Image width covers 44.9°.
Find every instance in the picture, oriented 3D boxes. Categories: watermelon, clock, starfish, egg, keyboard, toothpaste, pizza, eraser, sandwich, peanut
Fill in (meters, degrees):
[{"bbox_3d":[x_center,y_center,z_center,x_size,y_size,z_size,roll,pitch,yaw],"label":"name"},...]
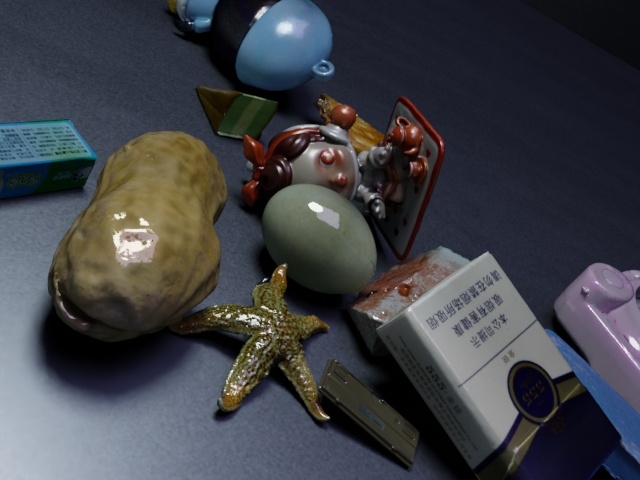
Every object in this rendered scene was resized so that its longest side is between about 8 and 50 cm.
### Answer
[{"bbox_3d":[0.120,0.076,0.957,0.154,0.094,0.241,43,36,24],"label":"watermelon"},{"bbox_3d":[0.523,0.172,1.150,0.322,0.113,0.295,4,43,-40],"label":"clock"},{"bbox_3d":[-0.046,0.112,0.793,0.176,0.053,0.208,51,41,8],"label":"starfish"},{"bbox_3d":[0.000,0.000,0.907,0.152,0.114,0.114,44,32,-6],"label":"egg"},{"bbox_3d":[0.050,0.176,0.794,0.129,0.015,0.049,42,36,-10],"label":"keyboard"},{"bbox_3d":[-0.349,-0.073,0.753,0.065,0.050,0.267,47,35,20],"label":"toothpaste"},{"bbox_3d":[0.056,-0.154,1.207,0.201,0.053,0.193,12,32,-47],"label":"pizza"},{"bbox_3d":[0.369,0.242,0.950,0.312,0.042,0.144,46,24,10],"label":"eraser"},{"bbox_3d":[-0.121,-0.209,1.109,0.074,0.074,0.116,7,41,-37],"label":"sandwich"},{"bbox_3d":[-0.166,-0.016,0.769,0.149,0.149,0.313,24,29,-15],"label":"peanut"}]

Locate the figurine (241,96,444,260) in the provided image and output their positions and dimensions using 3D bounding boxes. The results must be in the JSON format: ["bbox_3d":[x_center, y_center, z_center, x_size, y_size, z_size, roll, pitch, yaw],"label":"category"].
[{"bbox_3d":[0.007,-0.089,0.999,0.226,0.183,0.160,3,33,-21],"label":"figurine"}]

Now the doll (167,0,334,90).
[{"bbox_3d":[-0.103,-0.335,1.236,0.314,0.141,0.177,35,62,22],"label":"doll"}]

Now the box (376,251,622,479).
[{"bbox_3d":[0.196,0.157,0.837,0.168,0.071,0.259,-30,80,-39],"label":"box"}]
